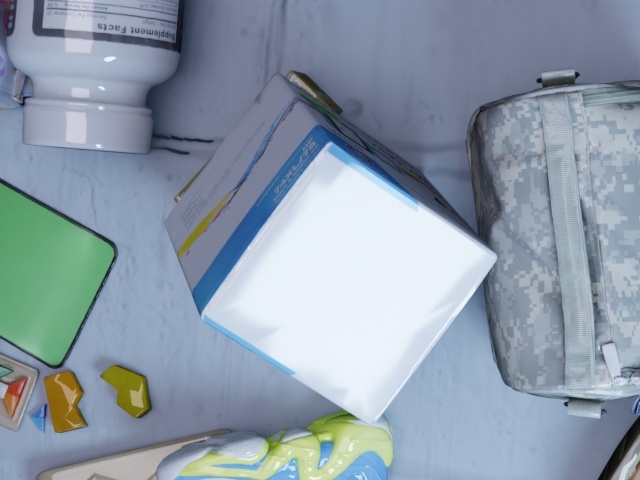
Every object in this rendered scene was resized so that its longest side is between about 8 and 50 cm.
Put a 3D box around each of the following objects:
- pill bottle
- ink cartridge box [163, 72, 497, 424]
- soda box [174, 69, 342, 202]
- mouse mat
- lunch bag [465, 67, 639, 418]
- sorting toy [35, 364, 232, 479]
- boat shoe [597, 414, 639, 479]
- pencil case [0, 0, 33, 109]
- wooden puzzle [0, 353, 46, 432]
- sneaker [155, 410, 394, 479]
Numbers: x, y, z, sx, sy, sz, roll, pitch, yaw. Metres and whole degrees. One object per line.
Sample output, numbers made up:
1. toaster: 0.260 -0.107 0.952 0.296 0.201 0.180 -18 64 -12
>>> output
1. pill bottle: -0.223 -0.249 1.910 0.176 0.176 0.318 6 92 14
2. ink cartridge box: 0.000 0.000 1.780 0.198 0.270 0.197 33 98 -20
3. soda box: -0.063 -0.087 1.930 0.058 0.061 0.181 44 100 9
4. mouse mat: -0.322 0.030 2.026 0.190 0.007 0.152 29 97 11
5. lunch bag: 0.242 0.002 1.754 0.213 0.256 0.305 -6 90 15
6. sorting toy: -0.182 0.275 1.981 0.229 0.041 0.307 -15 81 11
7. boat shoe: 0.290 0.300 1.829 0.104 0.111 0.307 28 107 9
8. pencil case: -0.386 -0.198 1.907 0.113 0.273 0.124 -25 77 20
9. wooden puzzle: -0.342 0.159 2.029 0.116 0.014 0.078 14 94 13
10. sneaker: -0.039 0.249 1.900 0.240 0.091 0.126 -11 94 2
